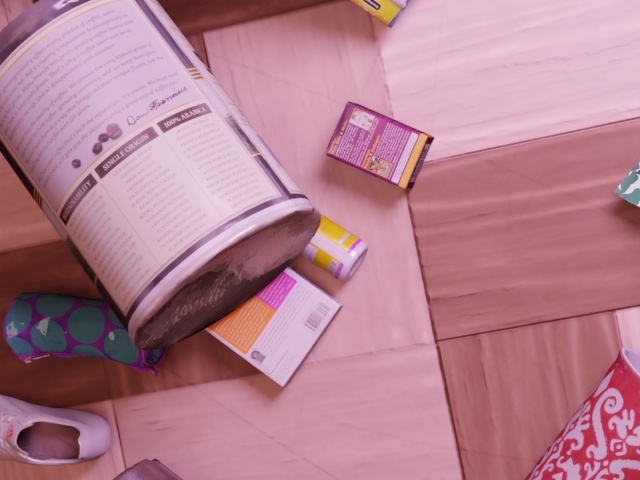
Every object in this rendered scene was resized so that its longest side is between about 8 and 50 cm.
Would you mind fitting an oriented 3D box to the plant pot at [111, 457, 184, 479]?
[{"bbox_3d":[-0.141,0.304,1.323,0.165,0.167,0.167,39,101,17],"label":"plant pot"}]

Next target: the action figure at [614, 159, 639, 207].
[{"bbox_3d":[0.388,-0.022,1.219,0.232,0.063,0.137,40,98,6],"label":"action figure"}]

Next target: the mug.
[{"bbox_3d":[0.268,0.205,1.235,0.150,0.113,0.169,41,105,11],"label":"mug"}]

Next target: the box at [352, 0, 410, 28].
[{"bbox_3d":[0.021,-0.310,1.226,0.159,0.233,0.044,-53,37,10],"label":"box"}]

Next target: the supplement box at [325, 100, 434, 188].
[{"bbox_3d":[0.055,-0.088,1.306,0.083,0.043,0.055,26,99,11],"label":"supplement box"}]

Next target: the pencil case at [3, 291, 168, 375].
[{"bbox_3d":[-0.226,0.090,1.376,0.151,0.064,0.070,3,78,15],"label":"pencil case"}]

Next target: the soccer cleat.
[{"bbox_3d":[-0.303,0.189,1.394,0.196,0.076,0.068,1,93,15],"label":"soccer cleat"}]

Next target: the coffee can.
[{"bbox_3d":[-0.159,-0.070,1.263,0.201,0.201,0.275,-40,76,13],"label":"coffee can"}]

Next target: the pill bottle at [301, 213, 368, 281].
[{"bbox_3d":[0.000,0.000,1.325,0.083,0.043,0.043,34,100,11],"label":"pill bottle"}]

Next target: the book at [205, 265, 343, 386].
[{"bbox_3d":[-0.064,0.058,1.351,0.144,0.035,0.096,36,97,10],"label":"book"}]
